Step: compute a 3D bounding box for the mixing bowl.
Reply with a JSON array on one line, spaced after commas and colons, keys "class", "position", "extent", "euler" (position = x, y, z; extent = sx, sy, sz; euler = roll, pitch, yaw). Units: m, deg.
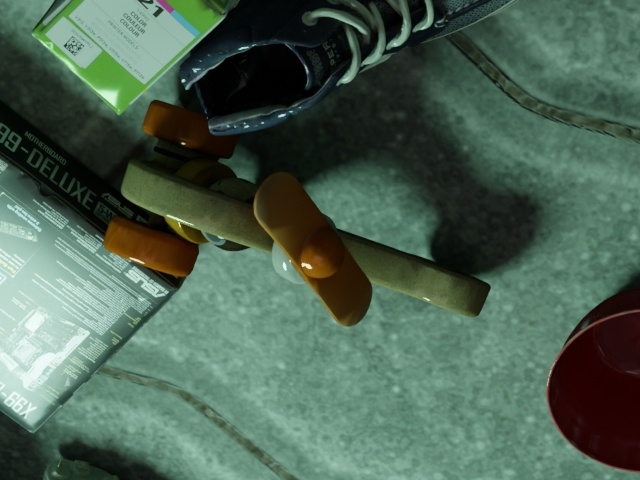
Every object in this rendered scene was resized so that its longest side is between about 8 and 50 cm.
[{"class": "mixing bowl", "position": [0.298, 0.112, 1.528], "extent": [0.181, 0.098, 0.181], "euler": [4, 122, 7]}]

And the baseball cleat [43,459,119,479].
[{"class": "baseball cleat", "position": [-0.207, 0.306, 1.744], "extent": [0.206, 0.072, 0.109], "euler": [30, 128, -6]}]

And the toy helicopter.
[{"class": "toy helicopter", "position": [0.000, 0.000, 1.450], "extent": [0.355, 0.235, 0.140], "euler": [19, 91, -24]}]

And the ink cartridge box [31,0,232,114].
[{"class": "ink cartridge box", "position": [-0.089, -0.242, 1.313], "extent": [0.255, 0.189, 0.097], "euler": [-38, 108, 27]}]

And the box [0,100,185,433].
[{"class": "box", "position": [-0.312, 0.010, 1.571], "extent": [0.307, 0.076, 0.242], "euler": [38, 120, -14]}]

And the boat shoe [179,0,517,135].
[{"class": "boat shoe", "position": [0.043, -0.181, 1.349], "extent": [0.341, 0.158, 0.127], "euler": [-22, 116, 21]}]
